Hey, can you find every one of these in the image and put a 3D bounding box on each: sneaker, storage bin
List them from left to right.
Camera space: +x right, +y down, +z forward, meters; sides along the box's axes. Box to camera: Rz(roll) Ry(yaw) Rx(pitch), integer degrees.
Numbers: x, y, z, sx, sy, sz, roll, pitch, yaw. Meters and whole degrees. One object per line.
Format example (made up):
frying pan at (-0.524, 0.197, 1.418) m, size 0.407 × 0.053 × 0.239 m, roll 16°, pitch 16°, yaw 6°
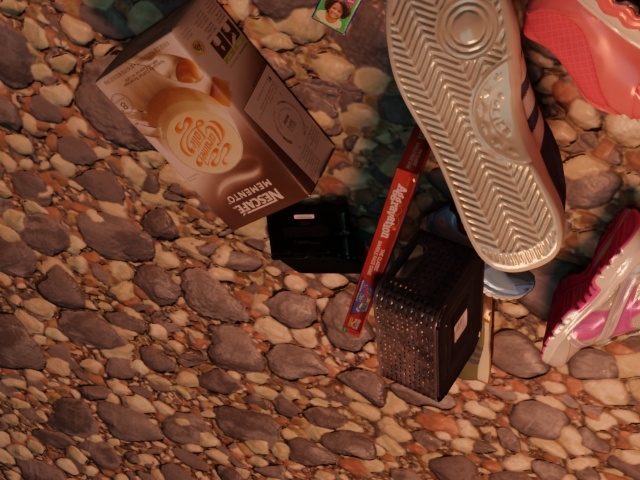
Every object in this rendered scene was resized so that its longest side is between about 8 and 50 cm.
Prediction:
storage bin at (0.132, 0.092, 1.119) m, size 0.084 × 0.122 × 0.180 m, roll 23°, pitch 144°, yaw 25°
sneaker at (0.188, 0.124, 1.249) m, size 0.086 × 0.064 × 0.192 m, roll 5°, pitch 137°, yaw 13°
sneaker at (0.164, -0.146, 0.965) m, size 0.131 × 0.148 × 0.350 m, roll -12°, pitch 104°, yaw 20°
sneaker at (0.201, 0.012, 1.138) m, size 0.162 × 0.063 × 0.073 m, roll 34°, pitch 133°, yaw -11°
sneaker at (0.348, 0.080, 1.111) m, size 0.111 × 0.103 × 0.252 m, roll 26°, pitch 138°, yaw 0°
sneaker at (0.330, -0.160, 0.899) m, size 0.314 × 0.116 × 0.136 m, roll 40°, pitch 145°, yaw -7°

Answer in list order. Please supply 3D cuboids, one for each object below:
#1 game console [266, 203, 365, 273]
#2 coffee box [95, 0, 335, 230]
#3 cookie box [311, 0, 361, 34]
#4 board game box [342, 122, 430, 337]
game console at (0.000, 0.000, 1.245) m, size 0.122 × 0.071 × 0.107 m, roll -1°, pitch 101°, yaw 29°
coffee box at (-0.118, -0.145, 1.094) m, size 0.141 × 0.098 × 0.246 m, roll -22°, pitch 121°, yaw 38°
cookie box at (0.037, -0.271, 0.910) m, size 0.040 × 0.092 × 0.107 m, roll 25°, pitch 137°, yaw -5°
board game box at (0.085, -0.024, 1.092) m, size 0.027 × 0.145 × 0.281 m, roll 20°, pitch 137°, yaw 4°
